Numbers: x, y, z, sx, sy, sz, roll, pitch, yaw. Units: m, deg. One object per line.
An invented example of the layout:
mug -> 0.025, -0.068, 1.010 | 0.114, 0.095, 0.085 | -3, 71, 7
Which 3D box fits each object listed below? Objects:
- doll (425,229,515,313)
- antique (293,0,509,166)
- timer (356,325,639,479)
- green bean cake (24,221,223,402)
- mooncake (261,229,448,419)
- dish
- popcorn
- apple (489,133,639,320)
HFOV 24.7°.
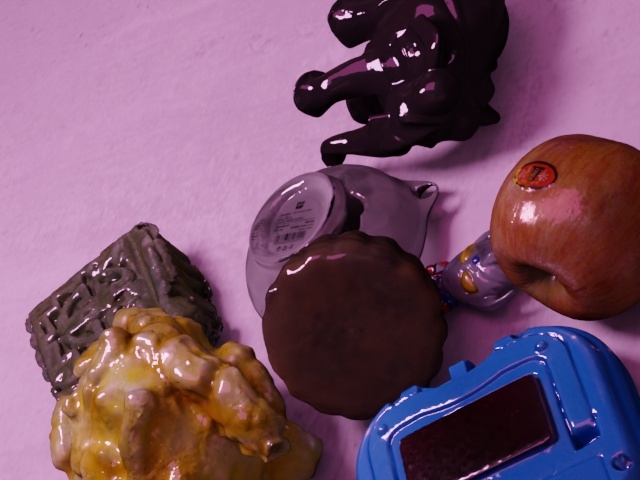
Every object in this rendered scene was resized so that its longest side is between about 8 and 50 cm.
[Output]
doll -> 0.184, 0.044, 1.806 | 0.194, 0.062, 0.104 | -22, 29, 37
antique -> 0.129, -0.246, 1.982 | 0.255, 0.185, 0.322 | 2, 56, 40
timer -> 0.196, 0.258, 1.596 | 0.340, 0.115, 0.309 | -30, 42, 16
green bean cake -> -0.275, 0.121, 2.058 | 0.255, 0.132, 0.241 | -38, 39, 8
mooncake -> 0.043, 0.098, 1.765 | 0.228, 0.228, 0.124 | -32, 11, 15
dish -> 0.000, 0.000, 1.918 | 0.303, 0.120, 0.303 | -28, 40, 27
popcorn -> -0.183, 0.233, 1.791 | 0.279, 0.274, 0.335 | -44, 43, 5
apple -> 0.299, -0.017, 1.653 | 0.211, 0.211, 0.188 | 18, 67, 44
